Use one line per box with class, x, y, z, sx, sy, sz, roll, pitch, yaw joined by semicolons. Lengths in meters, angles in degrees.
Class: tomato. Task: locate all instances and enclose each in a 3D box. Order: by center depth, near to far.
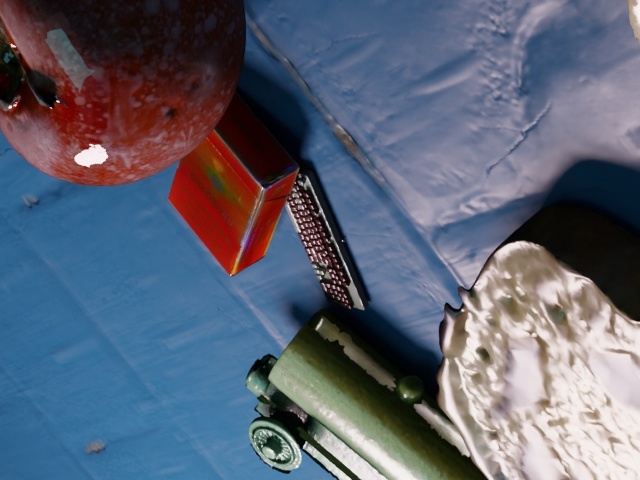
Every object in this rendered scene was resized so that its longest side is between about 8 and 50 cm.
tomato;-0.182;-0.182;1.427;0.270;0.227;0.270;35;137;42

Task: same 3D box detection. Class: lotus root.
lotus root;0.259;0.142;1.415;0.390;0.111;0.375;0;125;53

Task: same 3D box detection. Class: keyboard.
keyboard;0.000;0.000;1.623;0.055;0.017;0.166;10;134;43

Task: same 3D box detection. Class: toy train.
toy train;0.054;0.210;1.699;0.307;0.126;0.189;40;147;9

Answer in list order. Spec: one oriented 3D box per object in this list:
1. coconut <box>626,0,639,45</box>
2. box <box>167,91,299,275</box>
coconut;0.268;-0.191;0.910;0.244;0.239;0.239;33;146;20
box;-0.086;-0.056;1.611;0.112;0.048;0.175;51;151;15
